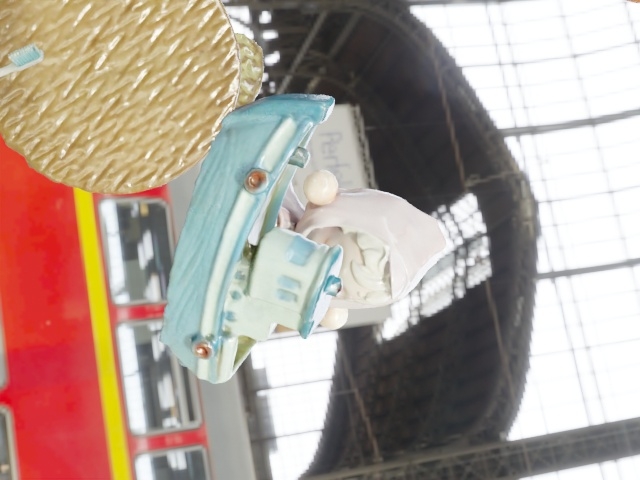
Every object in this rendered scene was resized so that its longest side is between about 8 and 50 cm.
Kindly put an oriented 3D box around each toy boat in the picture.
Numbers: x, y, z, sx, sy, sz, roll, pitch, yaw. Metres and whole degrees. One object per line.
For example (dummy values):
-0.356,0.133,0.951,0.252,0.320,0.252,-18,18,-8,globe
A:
-0.029,0.006,0.634,0.088,0.102,0.215,-54,162,-61,toy boat

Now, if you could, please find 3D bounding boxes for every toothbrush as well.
-0.320,-0.117,0.811,0.022,0.204,0.017,65,4,-59,toothbrush

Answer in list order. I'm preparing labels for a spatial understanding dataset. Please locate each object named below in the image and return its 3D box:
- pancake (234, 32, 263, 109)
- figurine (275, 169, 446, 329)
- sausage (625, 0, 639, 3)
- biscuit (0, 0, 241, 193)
-0.171,-0.224,1.129,0.235,0.212,0.029,58,-36,11,pancake
0.001,0.000,1.133,0.133,0.275,0.200,-48,141,-51,figurine
0.327,-0.385,1.395,0.053,0.347,0.053,-169,-90,-83,sausage
-0.211,-0.174,1.018,0.037,0.261,0.262,-120,-153,-75,biscuit
